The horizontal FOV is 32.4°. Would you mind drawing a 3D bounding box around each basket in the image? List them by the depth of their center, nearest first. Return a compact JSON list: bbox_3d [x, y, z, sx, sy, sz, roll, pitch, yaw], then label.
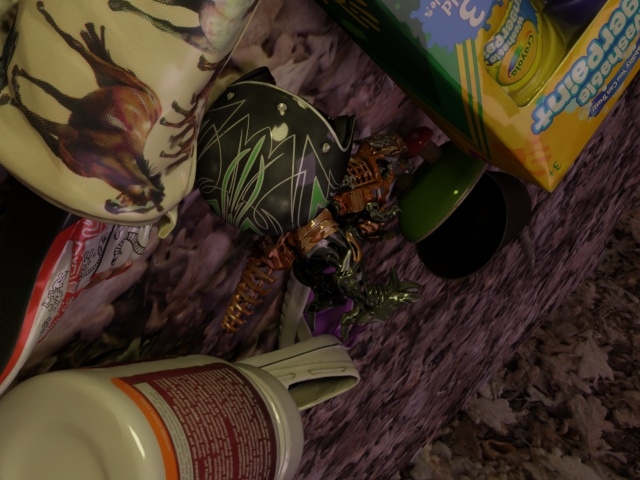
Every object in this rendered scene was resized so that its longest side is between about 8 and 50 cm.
[{"bbox_3d":[0.284,-0.047,1.951,0.227,0.154,0.204,-23,141,-62],"label":"basket"}]

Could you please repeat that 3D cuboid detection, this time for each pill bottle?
[{"bbox_3d":[-0.181,0.245,1.240,0.224,0.224,0.392,-59,159,11],"label":"pill bottle"}]

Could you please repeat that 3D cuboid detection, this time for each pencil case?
[{"bbox_3d":[-0.097,-0.208,0.772,0.410,0.183,0.160,-63,-173,18],"label":"pencil case"}]

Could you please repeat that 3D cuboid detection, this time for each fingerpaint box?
[{"bbox_3d":[0.235,-0.336,1.140,0.445,0.163,0.371,-54,133,-2],"label":"fingerpaint box"}]

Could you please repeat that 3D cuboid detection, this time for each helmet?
[{"bbox_3d":[-0.050,-0.087,1.106,0.169,0.169,0.161,-67,174,29],"label":"helmet"}]

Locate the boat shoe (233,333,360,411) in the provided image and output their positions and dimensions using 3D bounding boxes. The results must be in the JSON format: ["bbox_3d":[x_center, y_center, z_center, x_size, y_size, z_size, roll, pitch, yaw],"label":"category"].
[{"bbox_3d":[-0.069,0.220,1.550,0.267,0.088,0.096,-17,137,-26],"label":"boat shoe"}]

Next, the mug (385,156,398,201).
[{"bbox_3d":[0.076,-0.097,1.547,0.062,0.078,0.064,40,74,-38],"label":"mug"}]

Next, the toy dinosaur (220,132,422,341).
[{"bbox_3d":[0.000,0.000,1.404,0.322,0.164,0.218,-33,116,-2],"label":"toy dinosaur"}]

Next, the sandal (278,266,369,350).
[{"bbox_3d":[0.018,0.115,1.661,0.169,0.102,0.416,-46,159,-22],"label":"sandal"}]

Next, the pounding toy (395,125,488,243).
[{"bbox_3d":[0.150,-0.107,1.609,0.183,0.110,0.237,-49,-172,16],"label":"pounding toy"}]

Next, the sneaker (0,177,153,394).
[{"bbox_3d":[-0.243,0.047,0.981,0.270,0.090,0.145,-61,157,10],"label":"sneaker"}]
